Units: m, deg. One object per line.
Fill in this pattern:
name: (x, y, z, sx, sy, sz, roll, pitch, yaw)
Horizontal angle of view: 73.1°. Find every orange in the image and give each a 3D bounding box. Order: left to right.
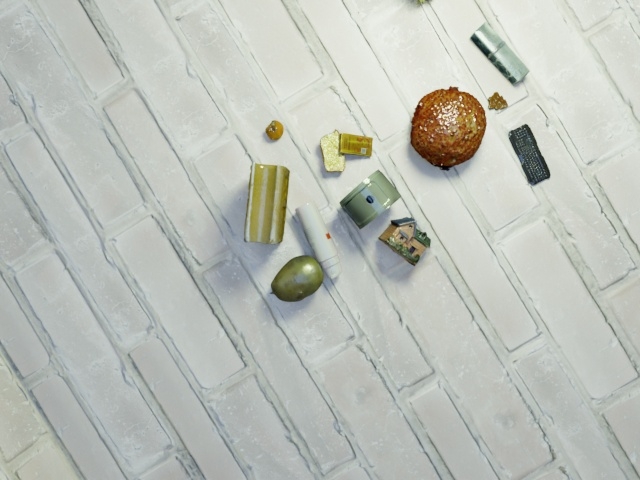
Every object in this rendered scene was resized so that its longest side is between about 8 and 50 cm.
orange: (-0.202, -0.489, 1.916, 0.086, 0.062, 0.086, 0, 95, 1)

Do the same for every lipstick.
lipstick: (0.772, -0.801, 1.857, 0.076, 0.077, 0.290, -44, 91, 3)

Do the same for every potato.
potato: (-0.110, 0.176, 1.895, 0.251, 0.159, 0.174, -31, 63, -1)

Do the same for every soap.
soap: (-0.224, -0.155, 1.816, 0.156, 0.293, 0.335, 6, 91, -1)

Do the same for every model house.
model house: (0.380, -0.014, 1.866, 0.183, 0.166, 0.172, 39, 90, -11)

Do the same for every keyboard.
keyboard: (0.918, -0.378, 1.897, 0.106, 0.016, 0.262, -25, 91, 3)

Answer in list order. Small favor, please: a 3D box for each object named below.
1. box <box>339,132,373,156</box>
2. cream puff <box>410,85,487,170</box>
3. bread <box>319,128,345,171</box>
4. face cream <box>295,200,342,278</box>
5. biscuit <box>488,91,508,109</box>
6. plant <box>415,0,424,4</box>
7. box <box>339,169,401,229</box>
box: (0.156, -0.419, 1.894, 0.156, 0.022, 0.089, 1, 94, -23)
cream puff: (0.538, -0.479, 1.807, 0.350, 0.228, 0.350, 0, 90, 0)
bread: (0.054, -0.389, 1.909, 0.103, 0.065, 0.187, -13, 95, 1)
face cream: (0.000, 0.000, 1.906, 0.102, 0.102, 0.346, -24, 92, 3)
biscuit: (0.780, -0.607, 1.895, 0.092, 0.016, 0.082, 20, 88, 0)
plant: (0.400, -1.136, 1.833, 0.261, 0.297, 0.306, 36, 49, -22)
box: (0.208, -0.173, 1.829, 0.226, 0.226, 0.149, -40, 90, 3)
